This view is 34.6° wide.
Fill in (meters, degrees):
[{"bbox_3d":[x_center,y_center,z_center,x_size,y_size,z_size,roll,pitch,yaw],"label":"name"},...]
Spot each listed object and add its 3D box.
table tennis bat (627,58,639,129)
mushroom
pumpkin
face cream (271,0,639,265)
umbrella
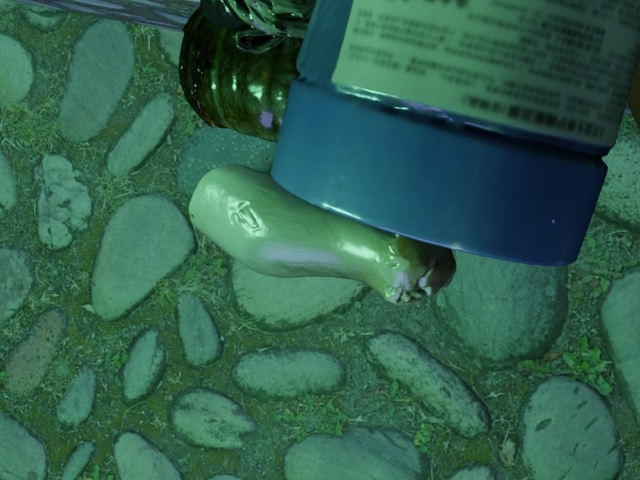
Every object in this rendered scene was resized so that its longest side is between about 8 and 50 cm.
[{"bbox_3d":[0.347,-0.062,0.774,0.368,0.054,0.224,55,168,32],"label":"table tennis bat"},{"bbox_3d":[0.000,0.000,0.842,0.225,0.093,0.116,25,173,23],"label":"mushroom"},{"bbox_3d":[-0.034,-0.226,1.347,0.321,0.192,0.320,8,-163,-2],"label":"pumpkin"},{"bbox_3d":[0.107,-0.122,0.776,0.249,0.225,0.249,16,-169,-3],"label":"face cream"},{"bbox_3d":[-0.078,-0.251,1.053,0.106,0.113,0.358,-13,-166,-16],"label":"umbrella"}]
